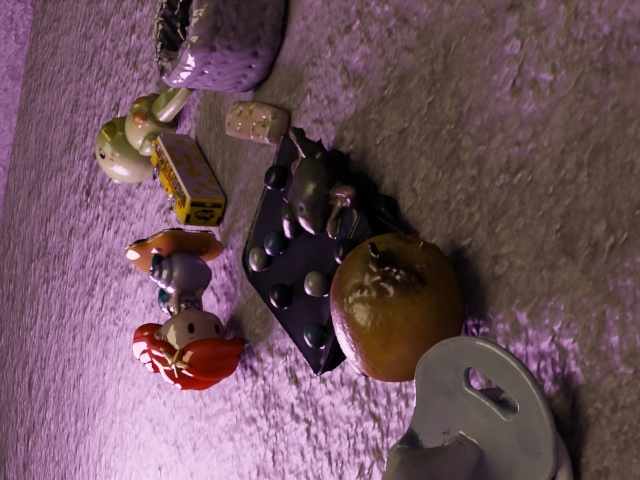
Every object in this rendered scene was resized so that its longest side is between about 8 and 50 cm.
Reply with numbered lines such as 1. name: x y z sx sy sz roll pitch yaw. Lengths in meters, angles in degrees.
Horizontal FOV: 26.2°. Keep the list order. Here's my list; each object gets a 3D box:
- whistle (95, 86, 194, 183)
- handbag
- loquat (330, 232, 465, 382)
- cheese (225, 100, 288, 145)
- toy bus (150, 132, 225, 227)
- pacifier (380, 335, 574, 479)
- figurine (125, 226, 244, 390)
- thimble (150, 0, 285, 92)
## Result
1. whistle: -0.339 -0.214 2.574 0.294 0.141 0.141 123 143 -45
2. handbag: 0.000 0.000 1.827 0.326 0.118 0.269 47 128 55
3. loquat: 0.085 0.084 1.583 0.204 0.149 0.172 99 158 -48
4. cheese: -0.102 -0.187 2.155 0.194 0.043 0.065 -158 72 -65
5. toy bus: -0.235 -0.102 2.390 0.226 0.081 0.074 -120 39 -51
6. pacifier: 0.130 0.243 1.396 0.227 0.207 0.279 39 124 40
7. figurine: -0.222 0.132 2.248 0.208 0.181 0.257 -20 64 20
8. thimble: -0.165 -0.354 2.181 0.245 0.157 0.217 116 148 -41
